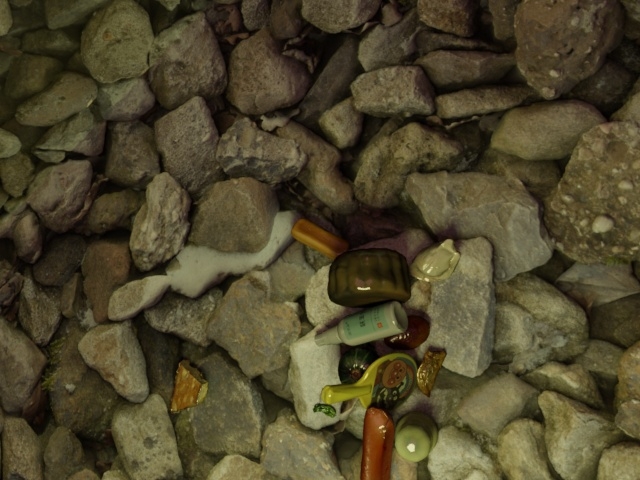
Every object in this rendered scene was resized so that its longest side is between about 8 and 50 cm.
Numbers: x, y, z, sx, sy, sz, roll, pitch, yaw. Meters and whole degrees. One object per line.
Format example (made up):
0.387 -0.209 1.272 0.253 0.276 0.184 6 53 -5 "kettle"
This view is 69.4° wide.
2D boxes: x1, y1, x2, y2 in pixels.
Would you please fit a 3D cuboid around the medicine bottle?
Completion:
0.129 0.308 1.620 0.352 0.110 0.110 -24 69 32 "medicine bottle"

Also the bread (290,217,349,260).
0.000 0.000 1.787 0.239 0.074 0.092 30 70 19 "bread"

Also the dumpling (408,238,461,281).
0.410 0.079 1.636 0.136 0.118 0.199 49 120 7 "dumpling"

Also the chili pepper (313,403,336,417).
0.016 0.606 1.649 0.091 0.030 0.034 10 104 20 "chili pepper"

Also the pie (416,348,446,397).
0.372 0.441 1.578 0.092 0.034 0.169 30 80 -19 "pie"

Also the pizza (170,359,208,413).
-0.497 0.587 1.779 0.188 0.081 0.203 17 91 42 "pizza"

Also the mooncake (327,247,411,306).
0.164 0.134 1.597 0.291 0.290 0.161 -7 69 14 "mooncake"

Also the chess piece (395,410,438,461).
0.294 0.623 1.447 0.145 0.251 0.144 -4 76 14 "chess piece"

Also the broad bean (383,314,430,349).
0.302 0.324 1.617 0.165 0.084 0.114 -11 91 6 "broad bean"

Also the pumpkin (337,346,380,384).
0.142 0.454 1.601 0.167 0.125 0.167 -6 72 19 "pumpkin"

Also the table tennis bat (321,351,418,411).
0.171 0.473 1.503 0.054 0.369 0.224 33 118 58 "table tennis bat"

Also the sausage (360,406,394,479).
0.184 0.694 1.503 0.102 0.102 0.329 6 99 17 "sausage"
